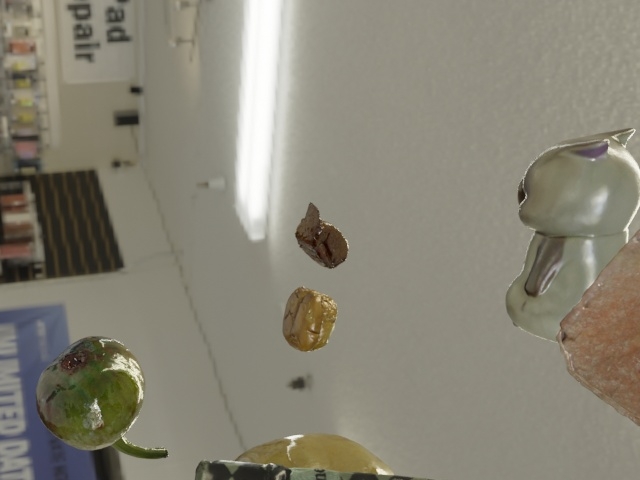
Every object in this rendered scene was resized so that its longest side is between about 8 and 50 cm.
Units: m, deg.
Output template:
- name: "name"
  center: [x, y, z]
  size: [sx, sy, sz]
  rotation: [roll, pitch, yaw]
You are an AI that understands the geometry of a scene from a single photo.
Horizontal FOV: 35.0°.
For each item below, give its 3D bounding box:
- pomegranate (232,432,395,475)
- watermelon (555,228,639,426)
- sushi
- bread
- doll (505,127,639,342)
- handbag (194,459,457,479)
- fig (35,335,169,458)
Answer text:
- name: "pomegranate"
  center: [-0.030, 0.431, 1.457]
  size: [0.332, 0.333, 0.332]
  rotation: [174, -90, -72]
- name: "watermelon"
  center: [0.325, 0.046, 0.651]
  size: [0.292, 0.319, 0.222]
  rotation: [35, -73, 50]
- name: "sushi"
  center: [0.000, 0.000, 1.361]
  size: [0.055, 0.052, 0.120]
  rotation: [44, -3, 36]
- name: "bread"
  center: [-0.015, 0.095, 1.202]
  size: [0.081, 0.046, 0.083]
  rotation: [-62, -149, 30]
- name: "doll"
  center: [0.415, 0.007, 1.667]
  size: [0.226, 0.215, 0.370]
  rotation: [3, -80, 37]
- name: "handbag"
  center: [0.052, 0.395, 1.174]
  size: [0.316, 0.416, 0.180]
  rotation: [102, -6, -48]
- name: "fig"
  center: [-0.281, 0.238, 1.367]
  size: [0.149, 0.149, 0.245]
  rotation: [-117, -177, -48]
